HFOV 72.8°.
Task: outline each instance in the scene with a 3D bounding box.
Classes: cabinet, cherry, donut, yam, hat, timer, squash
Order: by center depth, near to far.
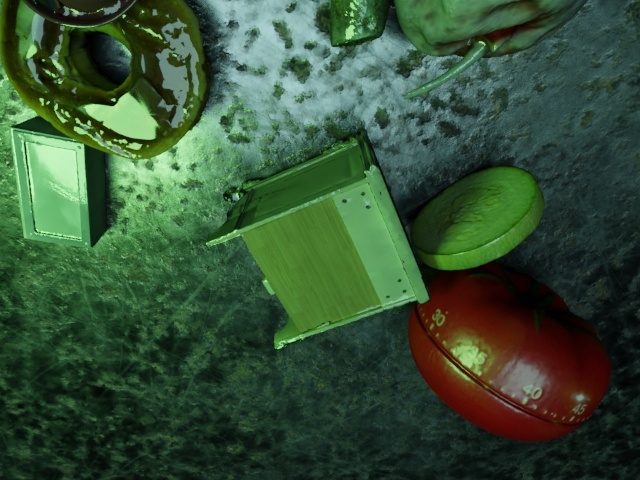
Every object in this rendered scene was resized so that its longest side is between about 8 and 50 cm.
[{"bbox_3d":[-0.324,-0.387,0.566,0.205,0.089,0.205,-1,102,-6],"label":"hat"},{"bbox_3d":[0.222,-0.409,0.578,0.291,0.326,0.335,-7,121,35],"label":"cherry"},{"bbox_3d":[0.066,-0.406,0.697,0.107,0.107,0.183,2,120,-3],"label":"yam"},{"bbox_3d":[-0.341,-0.298,0.717,0.330,0.160,0.330,-1,107,-4],"label":"donut"},{"bbox_3d":[0.284,-0.043,0.815,0.252,0.252,0.049,-31,114,14],"label":"squash"},{"bbox_3d":[0.000,0.000,0.845,0.318,0.227,0.290,-22,118,12],"label":"cabinet"},{"bbox_3d":[0.365,0.216,0.885,0.378,0.378,0.279,24,109,-14],"label":"timer"}]

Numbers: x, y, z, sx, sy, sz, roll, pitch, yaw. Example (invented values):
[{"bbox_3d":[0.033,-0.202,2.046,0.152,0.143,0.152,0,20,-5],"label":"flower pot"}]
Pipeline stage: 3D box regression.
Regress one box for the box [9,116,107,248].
[{"bbox_3d":[-0.500,-0.107,0.842,0.129,0.086,0.225,9,118,-7],"label":"box"}]
